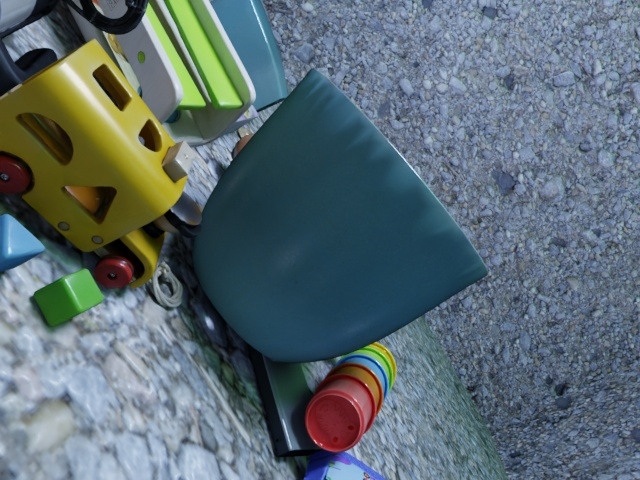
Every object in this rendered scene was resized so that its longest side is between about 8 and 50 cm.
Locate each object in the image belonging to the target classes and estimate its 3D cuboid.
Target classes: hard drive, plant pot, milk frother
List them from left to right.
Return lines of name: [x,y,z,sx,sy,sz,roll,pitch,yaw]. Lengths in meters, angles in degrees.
milk frother: [-0.224,-0.198,0.349,0.129,0.143,0.134,57,12,-36]
plant pot: [-0.174,-0.417,1.043,0.165,0.166,0.234,-78,144,-72]
hard drive: [-0.039,0.177,0.526,0.094,0.022,0.135,42,22,-57]
plant pot: [0.000,0.000,0.525,0.293,0.235,0.293,48,8,-9]

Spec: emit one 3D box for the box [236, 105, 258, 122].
box: [-0.176,-0.219,0.784,0.063,0.067,0.324,57,13,-13]

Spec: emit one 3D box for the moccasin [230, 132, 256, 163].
moccasin: [-0.020,-0.007,0.736,0.379,0.147,0.139,62,12,5]

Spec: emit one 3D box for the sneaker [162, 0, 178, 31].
sneaker: [-0.265,-0.341,0.720,0.094,0.080,0.212,55,-1,35]

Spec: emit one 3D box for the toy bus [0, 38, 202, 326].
toy bus: [-0.151,-0.047,0.352,0.190,0.105,0.202,68,13,9]

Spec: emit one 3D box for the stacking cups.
stacking cups: [0.042,0.194,0.611,0.095,0.096,0.316,64,9,14]

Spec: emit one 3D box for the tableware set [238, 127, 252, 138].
tableware set: [-0.133,-0.181,0.991,0.141,0.020,0.168,43,22,-51]

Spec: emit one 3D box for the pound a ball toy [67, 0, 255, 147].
pound a ball toy: [-0.247,-0.261,0.514,0.208,0.136,0.319,-24,84,-53]

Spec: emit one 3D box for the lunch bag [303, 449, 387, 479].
lunch bag: [0.066,0.334,0.394,0.293,0.138,0.221,51,15,-2]
